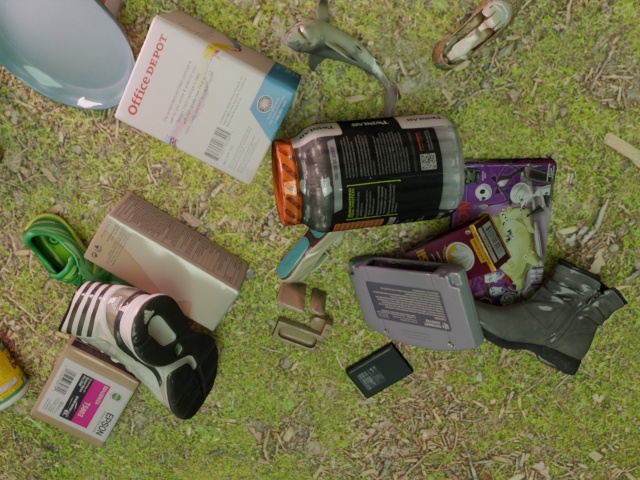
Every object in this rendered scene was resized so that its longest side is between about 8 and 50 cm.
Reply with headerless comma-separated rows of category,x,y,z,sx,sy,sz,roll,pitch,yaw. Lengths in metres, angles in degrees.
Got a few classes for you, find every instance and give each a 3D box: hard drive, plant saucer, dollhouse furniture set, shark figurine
hard drive,0.142,0.313,1.514,0.135,0.022,0.094,-33,108,14
plant saucer,-0.483,-0.374,1.162,0.317,0.044,0.318,12,147,8
dollhouse furniture set,-0.047,0.193,1.415,0.144,0.123,0.151,21,112,-7
shark figurine,0.037,-0.344,1.223,0.278,0.166,0.116,26,138,-27

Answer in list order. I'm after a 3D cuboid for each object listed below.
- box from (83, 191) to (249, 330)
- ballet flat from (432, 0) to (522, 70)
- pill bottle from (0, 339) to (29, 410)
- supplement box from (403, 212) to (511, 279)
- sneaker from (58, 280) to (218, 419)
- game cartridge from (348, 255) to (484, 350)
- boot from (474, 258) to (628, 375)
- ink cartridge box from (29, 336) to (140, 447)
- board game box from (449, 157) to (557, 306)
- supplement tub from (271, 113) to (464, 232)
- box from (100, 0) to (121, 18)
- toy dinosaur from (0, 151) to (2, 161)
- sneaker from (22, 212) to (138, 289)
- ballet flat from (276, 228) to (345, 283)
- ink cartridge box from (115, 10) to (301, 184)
box,-0.319,0.043,1.350,0.311,0.148,0.121,33,111,-10
ballet flat,0.303,-0.396,1.192,0.073,0.067,0.206,42,107,-14
pill bottle,-0.788,0.289,1.478,0.117,0.118,0.209,-20,111,10
supplement box,0.279,0.031,1.306,0.188,0.080,0.104,-26,91,44
sneaker,-0.391,0.218,1.369,0.257,0.169,0.448,18,147,22
game cartridge,0.198,0.134,1.334,0.297,0.062,0.198,5,126,47
boot,0.463,0.130,1.351,0.337,0.118,0.223,22,106,-16
ink cartridge box,-0.553,0.357,1.517,0.193,0.088,0.235,29,110,-9
board game box,0.382,-0.005,1.365,0.208,0.056,0.347,1,113,6
supplement tub,0.084,-0.127,1.203,0.337,0.207,0.207,-7,113,-10
box,-0.431,-0.493,1.158,0.130,0.091,0.171,21,111,-7
toy dinosaur,-0.709,-0.211,1.298,0.112,0.064,0.212,35,109,-11
sneaker,-0.526,0.069,1.376,0.295,0.123,0.109,42,107,-15
ballet flat,0.000,0.000,1.367,0.086,0.086,0.248,36,110,-12
ink cartridge box,-0.201,-0.273,1.185,0.269,0.197,0.198,27,111,-10
